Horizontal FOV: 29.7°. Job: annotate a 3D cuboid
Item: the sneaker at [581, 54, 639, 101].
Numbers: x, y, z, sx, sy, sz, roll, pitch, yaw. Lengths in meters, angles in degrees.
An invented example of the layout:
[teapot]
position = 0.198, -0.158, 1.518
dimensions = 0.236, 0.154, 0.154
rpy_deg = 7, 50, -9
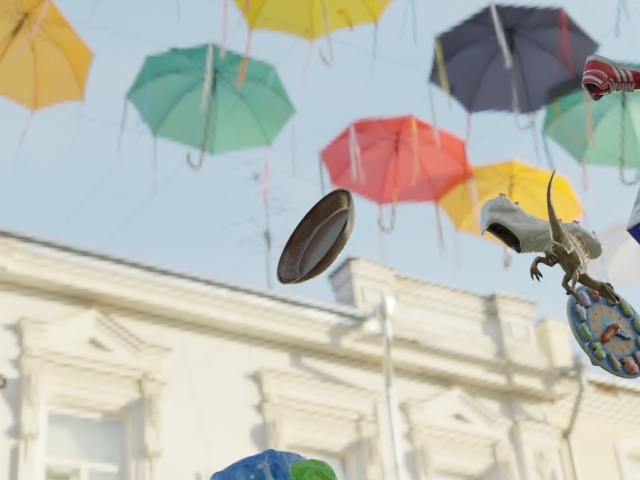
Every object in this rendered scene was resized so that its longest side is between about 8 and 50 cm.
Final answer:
[sneaker]
position = 0.469, -0.244, 1.901
dimensions = 0.118, 0.067, 0.042
rpy_deg = 20, -27, 8

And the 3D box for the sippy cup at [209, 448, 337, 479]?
[sippy cup]
position = -0.056, 0.410, 1.597
dimensions = 0.305, 0.224, 0.240
rpy_deg = -37, -38, 16

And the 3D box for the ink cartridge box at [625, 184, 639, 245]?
[ink cartridge box]
position = 0.637, -0.016, 2.176
dimensions = 0.165, 0.333, 0.065
rpy_deg = 47, -60, -2

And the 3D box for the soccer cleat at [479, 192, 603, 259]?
[soccer cleat]
position = 0.329, -0.003, 1.817
dimensions = 0.196, 0.076, 0.068
rpy_deg = 22, -32, -2

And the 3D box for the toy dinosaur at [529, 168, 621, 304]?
[toy dinosaur]
position = 0.299, 0.012, 1.496
dimensions = 0.092, 0.183, 0.053
rpy_deg = -34, 5, -40

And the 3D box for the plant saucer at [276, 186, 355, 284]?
[plant saucer]
position = 0.000, 0.000, 2.058
dimensions = 0.036, 0.198, 0.198
rpy_deg = 35, -47, -20

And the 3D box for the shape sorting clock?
[shape sorting clock]
position = 0.554, 0.170, 2.296
dimensions = 0.206, 0.206, 0.040
rpy_deg = 15, -37, -28
